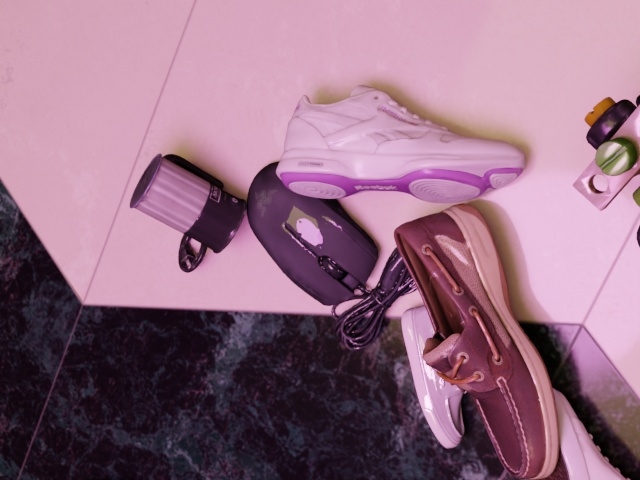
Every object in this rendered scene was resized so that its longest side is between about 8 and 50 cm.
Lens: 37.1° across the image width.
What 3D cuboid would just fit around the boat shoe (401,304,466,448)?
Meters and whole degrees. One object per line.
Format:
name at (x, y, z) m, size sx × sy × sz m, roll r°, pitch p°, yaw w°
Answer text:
boat shoe at (0.158, 0.170, 1.215) m, size 0.063 × 0.066 × 0.184 m, roll -18°, pitch 78°, yaw 25°

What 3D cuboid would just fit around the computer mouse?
computer mouse at (0.000, 0.000, 1.257) m, size 0.272 × 0.072 × 0.188 m, roll 43°, pitch 110°, yaw 14°

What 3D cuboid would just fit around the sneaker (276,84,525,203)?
sneaker at (0.099, -0.128, 1.179) m, size 0.305 × 0.114 × 0.152 m, roll 4°, pitch 71°, yaw 11°

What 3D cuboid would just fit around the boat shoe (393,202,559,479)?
boat shoe at (0.175, 0.128, 1.141) m, size 0.123 × 0.123 × 0.341 m, roll -15°, pitch 83°, yaw -21°

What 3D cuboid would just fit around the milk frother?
milk frother at (-0.196, -0.032, 1.298) m, size 0.135 × 0.129 × 0.143 m, roll 30°, pitch 102°, yaw -20°

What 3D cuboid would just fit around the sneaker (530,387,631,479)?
sneaker at (0.337, 0.307, 1.145) m, size 0.123 × 0.106 × 0.290 m, roll -13°, pitch 74°, yaw -18°

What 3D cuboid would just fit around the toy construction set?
toy construction set at (0.407, -0.074, 0.952) m, size 0.309 × 0.237 × 0.257 m, roll -23°, pitch 80°, yaw 39°
